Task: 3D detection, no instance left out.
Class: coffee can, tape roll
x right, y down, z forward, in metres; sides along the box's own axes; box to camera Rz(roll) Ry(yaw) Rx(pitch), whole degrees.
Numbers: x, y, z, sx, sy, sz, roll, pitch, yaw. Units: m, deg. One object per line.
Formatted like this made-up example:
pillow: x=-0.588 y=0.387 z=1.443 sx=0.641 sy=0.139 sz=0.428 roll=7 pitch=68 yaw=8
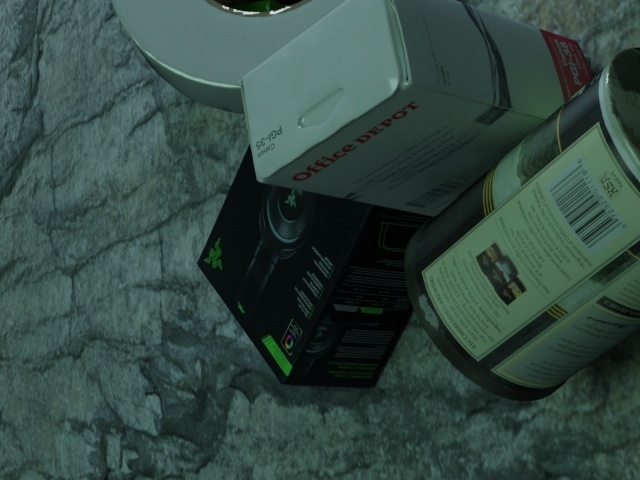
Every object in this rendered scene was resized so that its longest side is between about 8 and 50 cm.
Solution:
coffee can: x=0.236 y=-0.008 z=1.250 sx=0.275 sy=0.201 sz=0.202 roll=-43 pitch=53 yaw=39
tape roll: x=-0.051 y=-0.329 z=1.587 sx=0.392 sy=0.072 sz=0.392 roll=-5 pitch=67 yaw=12

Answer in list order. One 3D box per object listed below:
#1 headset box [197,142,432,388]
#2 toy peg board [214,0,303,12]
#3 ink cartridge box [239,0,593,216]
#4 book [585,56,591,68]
headset box: x=0.000 y=0.000 z=1.609 sx=0.246 sy=0.131 sz=0.283 roll=51 pitch=124 yaw=43
toy peg board: x=-0.052 y=-0.317 z=1.715 sx=0.079 sy=0.161 sz=0.161 roll=-1 pitch=83 yaw=34
ink cartridge box: x=0.097 y=-0.124 z=1.328 sx=0.207 sy=0.283 sz=0.117 roll=-30 pitch=62 yaw=40
book: x=0.209 y=-0.141 z=1.442 sx=0.144 sy=0.035 sz=0.096 roll=9 pitch=91 yaw=51
